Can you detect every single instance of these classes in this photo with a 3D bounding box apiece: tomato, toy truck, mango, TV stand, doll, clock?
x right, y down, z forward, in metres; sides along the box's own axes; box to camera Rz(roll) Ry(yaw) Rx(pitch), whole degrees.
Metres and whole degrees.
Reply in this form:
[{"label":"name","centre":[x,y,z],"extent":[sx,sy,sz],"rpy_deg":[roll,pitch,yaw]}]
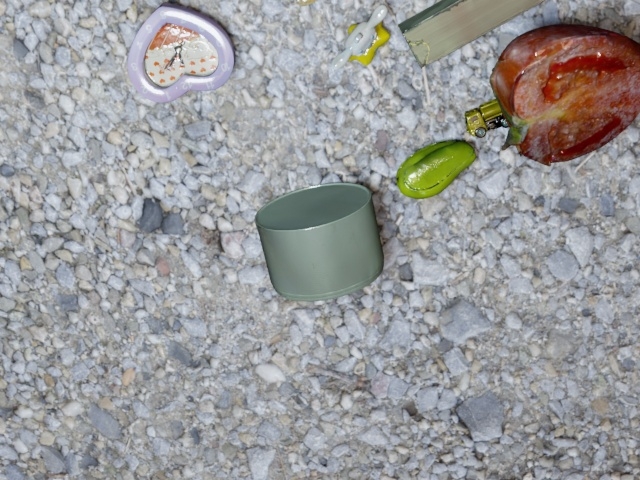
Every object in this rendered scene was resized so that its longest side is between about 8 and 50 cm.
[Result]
[{"label":"tomato","centre":[0.435,-0.296,1.720],"extent":[0.309,0.170,0.309],"rpy_deg":[-16,139,-14]},{"label":"toy truck","centre":[0.314,-0.232,1.809],"extent":[0.083,0.049,0.054],"rpy_deg":[-22,110,8]},{"label":"mango","centre":[0.222,-0.139,1.837],"extent":[0.165,0.074,0.091],"rpy_deg":[-26,105,-3]},{"label":"TV stand","centre":[0.277,-0.414,1.710],"extent":[0.269,0.088,0.083],"rpy_deg":[-27,112,11]},{"label":"doll","centre":[0.078,-0.371,1.716],"extent":[0.071,0.113,0.135],"rpy_deg":[42,129,4]},{"label":"clock","centre":[-0.261,-0.352,1.748],"extent":[0.198,0.064,0.172],"rpy_deg":[-15,112,6]}]

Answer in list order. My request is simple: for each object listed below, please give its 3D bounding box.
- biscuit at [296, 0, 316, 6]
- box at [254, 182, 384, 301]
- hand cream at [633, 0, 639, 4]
[{"label":"biscuit","centre":[-0.022,-0.544,1.664],"extent":[0.188,0.040,0.265],"rpy_deg":[17,116,6]},{"label":"box","centre":[0.000,0.000,1.810],"extent":[0.226,0.226,0.149],"rpy_deg":[-11,112,4]},{"label":"hand cream","centre":[0.580,-0.490,1.677],"extent":[0.358,0.118,0.185],"rpy_deg":[28,104,-5]}]
